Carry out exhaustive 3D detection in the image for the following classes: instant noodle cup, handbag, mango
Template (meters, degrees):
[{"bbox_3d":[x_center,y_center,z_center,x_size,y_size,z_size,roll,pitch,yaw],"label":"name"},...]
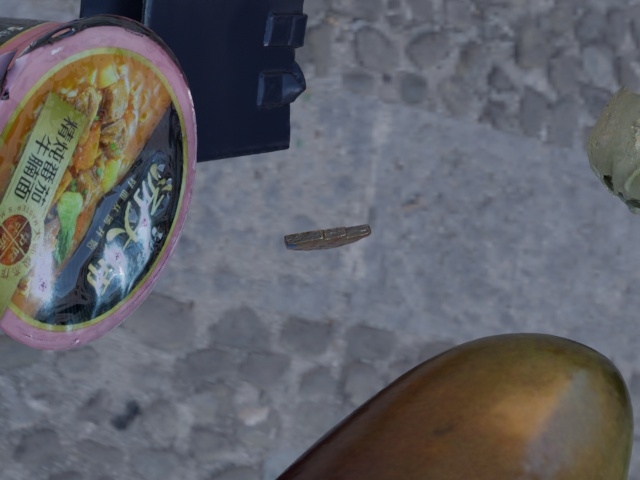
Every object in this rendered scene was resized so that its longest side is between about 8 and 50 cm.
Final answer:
[{"bbox_3d":[-0.255,-0.068,1.061,0.244,0.255,0.243,-32,131,-47],"label":"instant noodle cup"},{"bbox_3d":[-0.132,-0.244,1.665,0.329,0.122,0.303,-14,115,-55],"label":"handbag"},{"bbox_3d":[0.022,0.130,0.468,0.267,0.133,0.111,-44,129,-36],"label":"mango"}]

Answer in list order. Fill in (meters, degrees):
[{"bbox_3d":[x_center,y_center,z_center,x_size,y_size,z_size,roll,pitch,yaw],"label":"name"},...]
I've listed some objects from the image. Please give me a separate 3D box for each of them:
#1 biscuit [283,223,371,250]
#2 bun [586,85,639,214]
[{"bbox_3d":[0.000,0.000,1.966,0.130,0.119,0.019,-3,80,-42],"label":"biscuit"},{"bbox_3d":[0.471,-0.092,1.946,0.259,0.259,0.152,28,92,-33],"label":"bun"}]
